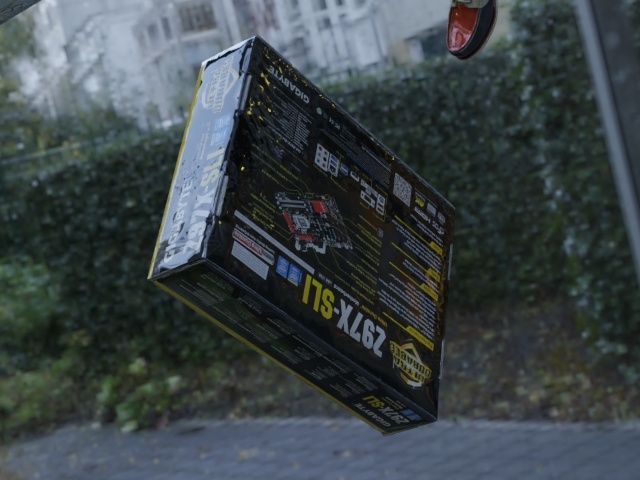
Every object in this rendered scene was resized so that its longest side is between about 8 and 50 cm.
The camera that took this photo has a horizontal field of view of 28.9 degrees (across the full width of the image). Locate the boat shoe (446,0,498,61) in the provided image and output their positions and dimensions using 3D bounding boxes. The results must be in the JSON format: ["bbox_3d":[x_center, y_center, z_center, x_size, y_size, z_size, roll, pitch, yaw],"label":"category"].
[{"bbox_3d":[0.135,-0.230,1.107,0.049,0.137,0.043,18,4,41],"label":"boat shoe"}]

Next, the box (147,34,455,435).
[{"bbox_3d":[0.000,0.000,1.175,0.079,0.257,0.322,-20,-43,38],"label":"box"}]

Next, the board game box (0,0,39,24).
[{"bbox_3d":[-0.401,-0.158,0.965,0.336,0.079,0.254,-30,0,8],"label":"board game box"}]
